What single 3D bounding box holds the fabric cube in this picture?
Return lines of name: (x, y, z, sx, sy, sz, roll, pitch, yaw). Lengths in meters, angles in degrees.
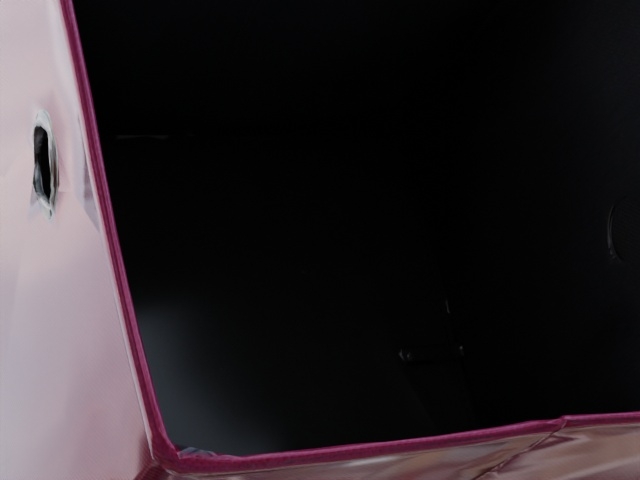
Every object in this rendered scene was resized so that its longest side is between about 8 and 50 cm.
fabric cube: (0.000, 0.000, 0.578, 0.259, 0.254, 0.258, -2, -25, -25)
